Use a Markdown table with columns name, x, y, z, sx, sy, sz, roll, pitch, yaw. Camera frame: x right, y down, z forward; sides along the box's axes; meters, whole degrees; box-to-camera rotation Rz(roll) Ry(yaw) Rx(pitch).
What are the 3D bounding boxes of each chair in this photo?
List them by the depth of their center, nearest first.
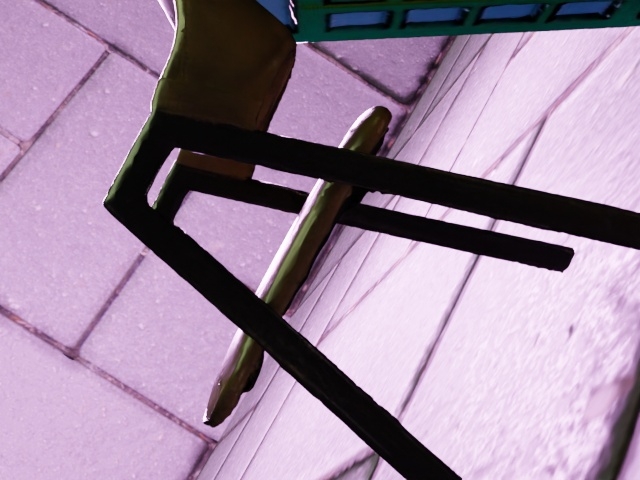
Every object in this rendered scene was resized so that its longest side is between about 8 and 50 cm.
| name | x | y | z | sx | sy | sz | roll | pitch | yaw |
| --- | --- | --- | --- | --- | --- | --- | --- | --- | --- |
| chair | 0.000 | 0.000 | 0.416 | 0.159 | 0.247 | 0.172 | 154 | 142 | -85 |

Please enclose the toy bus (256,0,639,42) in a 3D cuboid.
| name | x | y | z | sx | sy | sz | roll | pitch | yaw |
| --- | --- | --- | --- | --- | --- | --- | --- | --- | --- |
| toy bus | 0.083 | -0.201 | 0.488 | 0.199 | 0.344 | 0.183 | 88 | 180 | -71 |
